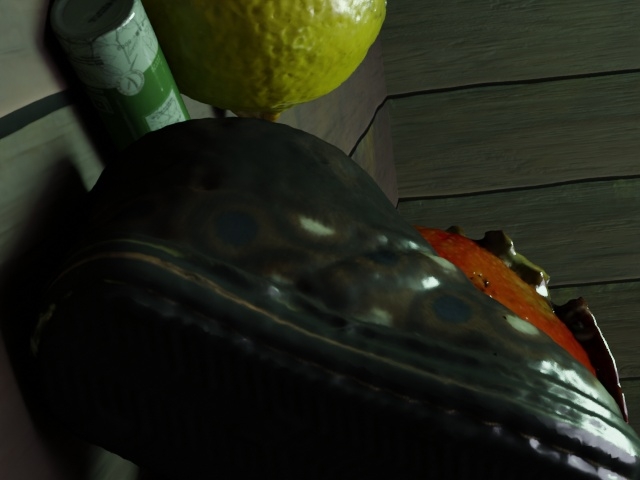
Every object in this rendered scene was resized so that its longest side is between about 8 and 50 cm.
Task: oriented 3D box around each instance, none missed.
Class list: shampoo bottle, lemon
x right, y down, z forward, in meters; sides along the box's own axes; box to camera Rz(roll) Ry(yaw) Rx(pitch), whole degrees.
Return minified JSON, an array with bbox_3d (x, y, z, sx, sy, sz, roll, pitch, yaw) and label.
[{"bbox_3d":[-0.128,-0.090,0.816,0.204,0.065,0.065,72,15,-55],"label":"shampoo bottle"},{"bbox_3d":[-0.050,-0.192,0.882,0.192,0.231,0.192,-176,-90,-67],"label":"lemon"}]

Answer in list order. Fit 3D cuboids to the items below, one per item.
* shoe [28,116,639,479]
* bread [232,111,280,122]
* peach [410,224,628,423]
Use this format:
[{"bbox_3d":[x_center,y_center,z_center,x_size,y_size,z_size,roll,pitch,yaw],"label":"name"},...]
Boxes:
[{"bbox_3d":[0.021,0.063,0.745,0.237,0.384,0.171,-80,-167,-55],"label":"shoe"},{"bbox_3d":[-0.070,-0.230,1.210,0.092,0.074,0.239,101,-7,-58],"label":"bread"},{"bbox_3d":[0.070,0.185,0.956,0.353,0.339,0.417,39,39,-39],"label":"peach"}]
